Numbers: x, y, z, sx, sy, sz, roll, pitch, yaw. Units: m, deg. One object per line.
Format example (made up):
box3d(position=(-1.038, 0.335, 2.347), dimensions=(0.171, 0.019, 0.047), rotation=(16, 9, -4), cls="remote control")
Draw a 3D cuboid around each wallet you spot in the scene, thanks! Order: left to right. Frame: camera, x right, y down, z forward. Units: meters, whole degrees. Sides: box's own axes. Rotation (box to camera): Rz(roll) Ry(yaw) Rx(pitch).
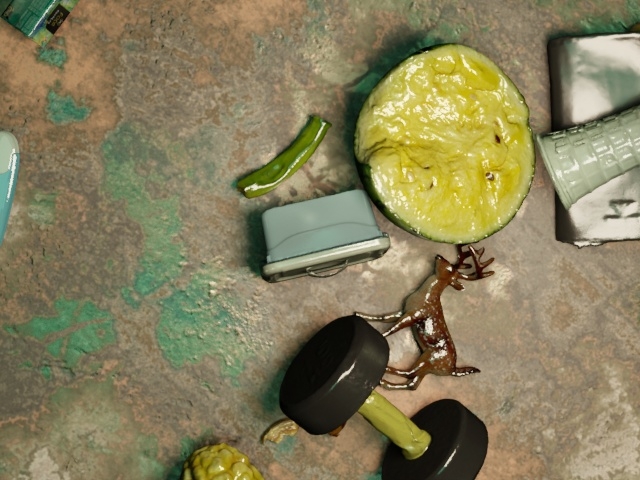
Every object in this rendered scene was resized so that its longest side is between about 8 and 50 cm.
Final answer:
box3d(position=(0.505, -0.175, 1.961), dimensions=(0.197, 0.051, 0.377), rotation=(-2, 100, 12), cls="wallet")

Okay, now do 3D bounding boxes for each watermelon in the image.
box3d(position=(0.196, -0.159, 1.905), dimensions=(0.331, 0.189, 0.330), rotation=(-3, 97, -24), cls="watermelon")

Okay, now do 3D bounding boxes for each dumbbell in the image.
box3d(position=(0.109, 0.295, 1.875), dimensions=(0.322, 0.204, 0.203), rotation=(41, 89, -18), cls="dumbbell")

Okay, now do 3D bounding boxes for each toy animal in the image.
box3d(position=(0.199, 0.133, 1.980), dimensions=(0.260, 0.087, 0.243), rotation=(-19, 106, -3), cls="toy animal")

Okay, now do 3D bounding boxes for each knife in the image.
box3d(position=(-0.566, -0.082, 1.942), dimensions=(0.064, 0.031, 0.222), rotation=(10, 95, -7), cls="knife")

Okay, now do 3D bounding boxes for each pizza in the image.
box3d(position=(-0.070, 0.341, 1.993), dimensions=(0.083, 0.016, 0.037), rotation=(-28, 92, -6), cls="pizza")

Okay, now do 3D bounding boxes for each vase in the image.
box3d(position=(0.523, -0.173, 1.862), dimensions=(0.299, 0.143, 0.143), rotation=(-24, 93, 15), cls="vase")

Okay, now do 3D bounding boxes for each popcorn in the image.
box3d(position=(-0.167, 0.455, 1.913), dimensions=(0.170, 0.189, 0.218), rotation=(-1, 86, -10), cls="popcorn")

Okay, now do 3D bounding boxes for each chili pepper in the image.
box3d(position=(-0.059, -0.141, 1.959), dimensions=(0.202, 0.050, 0.052), rotation=(-43, 78, 0), cls="chili pepper")

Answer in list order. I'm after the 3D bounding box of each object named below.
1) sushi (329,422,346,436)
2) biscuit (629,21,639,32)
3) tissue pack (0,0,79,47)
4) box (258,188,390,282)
box3d(position=(0.030, 0.302, 1.983), dimensions=(0.050, 0.047, 0.099), rotation=(28, 107, 8), cls="sushi")
box3d(position=(0.572, -0.279, 1.991), dimensions=(0.164, 0.047, 0.207), rotation=(-24, 93, -3), cls="biscuit")
box3d(position=(-0.475, -0.397, 1.917), dimensions=(0.085, 0.079, 0.111), rotation=(36, 90, 28), cls="tissue pack")
box3d(position=(0.000, 0.000, 1.917), dimensions=(0.227, 0.162, 0.130), rotation=(-14, 82, -3), cls="box")
